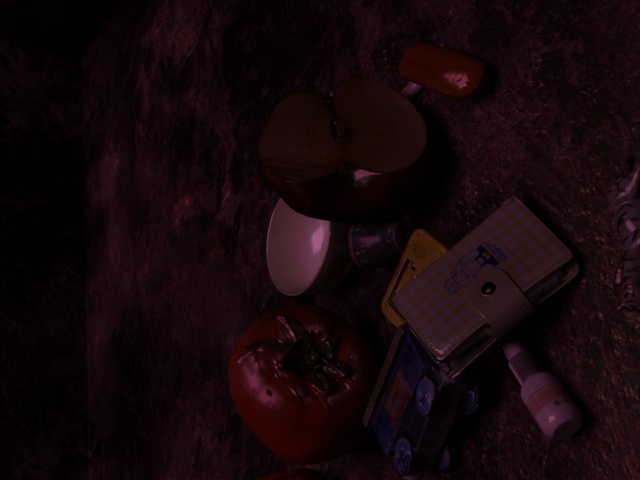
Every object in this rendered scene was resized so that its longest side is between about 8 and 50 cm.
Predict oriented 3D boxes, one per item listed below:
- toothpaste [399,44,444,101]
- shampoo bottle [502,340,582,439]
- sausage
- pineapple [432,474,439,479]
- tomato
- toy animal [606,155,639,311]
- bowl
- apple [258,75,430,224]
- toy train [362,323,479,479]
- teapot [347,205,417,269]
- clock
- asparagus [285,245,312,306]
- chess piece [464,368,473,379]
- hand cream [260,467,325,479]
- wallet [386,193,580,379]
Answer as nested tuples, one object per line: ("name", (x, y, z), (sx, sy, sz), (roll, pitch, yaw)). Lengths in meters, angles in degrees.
("toothpaste", (0.216, -0.348, 2.139), (0.190, 0.031, 0.048), (-47, 47, 37))
("shampoo bottle", (0.378, 0.255, 1.681), (0.074, 0.074, 0.192), (-61, 36, 27))
("sausage", (0.257, -0.351, 2.010), (0.238, 0.098, 0.098), (32, 109, 51))
("pineapple", (0.205, 0.605, 1.785), (0.169, 0.169, 0.340), (-40, 49, 46))
("tomato", (-0.040, 0.318, 2.093), (0.272, 0.341, 0.341), (113, 149, -49))
("toy animal", (0.520, -0.016, 1.522), (0.170, 0.090, 0.255), (-18, 64, 58))
("bowl", (0.000, 0.000, 2.274), (0.277, 0.145, 0.277), (-24, 62, 55))
("apple", (0.048, -0.200, 2.078), (0.295, 0.329, 0.365), (-53, 32, 31))
("toy train", (0.196, 0.313, 1.872), (0.202, 0.131, 0.299), (-117, 36, -48))
("teapot", (0.149, -0.006, 2.103), (0.146, 0.148, 0.116), (-9, 110, 45))
("clock", (0.217, 0.090, 1.955), (0.143, 0.096, 0.202), (47, 120, 54))
("asparagus", (-0.055, 0.080, 2.408), (0.080, 0.080, 0.287), (-17, 73, 55))
("chess piece", (0.258, 0.259, 1.907), (0.092, 0.035, 0.035), (13, 93, 62))
("hand cream", (-0.064, 0.606, 2.169), (0.193, 0.193, 0.125), (-54, 43, 36))
("wallet", (0.289, 0.078, 1.752), (0.309, 0.077, 0.223), (-40, 42, 4))
